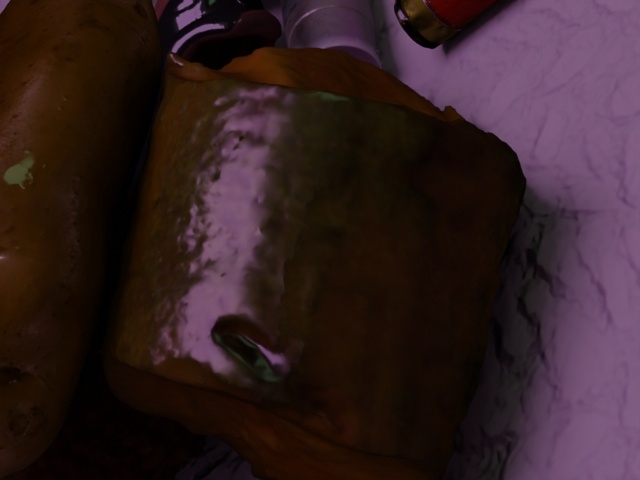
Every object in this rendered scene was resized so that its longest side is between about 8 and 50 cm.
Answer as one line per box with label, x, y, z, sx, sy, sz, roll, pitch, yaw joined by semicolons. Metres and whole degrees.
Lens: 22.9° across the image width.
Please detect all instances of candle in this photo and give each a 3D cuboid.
candle;0.112;-0.191;1.129;0.130;0.052;0.052;-35;43;36

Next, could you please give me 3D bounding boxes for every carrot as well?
carrot;0.000;0.000;0.992;0.241;0.241;0.341;-10;63;51

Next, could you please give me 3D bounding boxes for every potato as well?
potato;-0.198;-0.026;1.002;0.195;0.176;0.369;84;-161;-60

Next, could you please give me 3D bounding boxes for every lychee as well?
lychee;-0.191;0.095;1.192;0.267;0.267;0.268;-32;45;39

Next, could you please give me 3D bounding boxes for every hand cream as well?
hand cream;0.000;-0.229;1.297;0.111;0.070;0.312;-50;32;31

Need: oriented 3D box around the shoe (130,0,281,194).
shoe;-0.107;-0.102;1.314;0.137;0.114;0.291;46;123;39
